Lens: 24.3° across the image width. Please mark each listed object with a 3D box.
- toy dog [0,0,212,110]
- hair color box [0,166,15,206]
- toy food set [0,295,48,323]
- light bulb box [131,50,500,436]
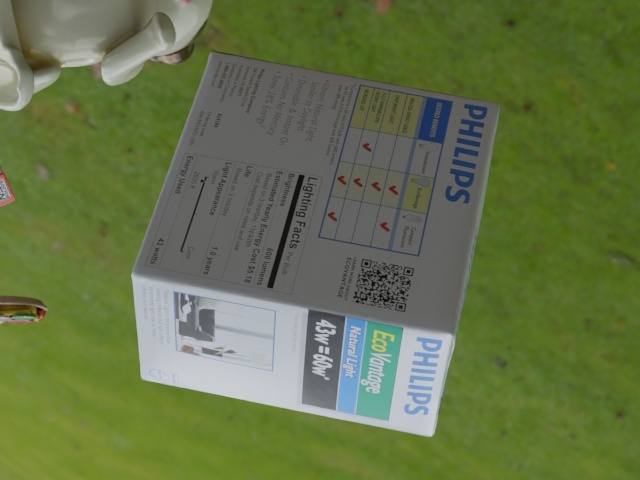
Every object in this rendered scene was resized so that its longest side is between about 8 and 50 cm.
[{"bbox_3d":[-0.345,-0.346,2.230,0.395,0.408,0.285,-14,91,58],"label":"toy dog"},{"bbox_3d":[-0.391,-0.045,1.516,0.072,0.141,0.043,53,163,43],"label":"hair color box"},{"bbox_3d":[-0.290,0.064,1.348,0.083,0.020,0.082,-1,170,2],"label":"toy food set"},{"bbox_3d":[0.000,0.000,1.764,0.361,0.358,0.225,11,143,5],"label":"light bulb box"}]
